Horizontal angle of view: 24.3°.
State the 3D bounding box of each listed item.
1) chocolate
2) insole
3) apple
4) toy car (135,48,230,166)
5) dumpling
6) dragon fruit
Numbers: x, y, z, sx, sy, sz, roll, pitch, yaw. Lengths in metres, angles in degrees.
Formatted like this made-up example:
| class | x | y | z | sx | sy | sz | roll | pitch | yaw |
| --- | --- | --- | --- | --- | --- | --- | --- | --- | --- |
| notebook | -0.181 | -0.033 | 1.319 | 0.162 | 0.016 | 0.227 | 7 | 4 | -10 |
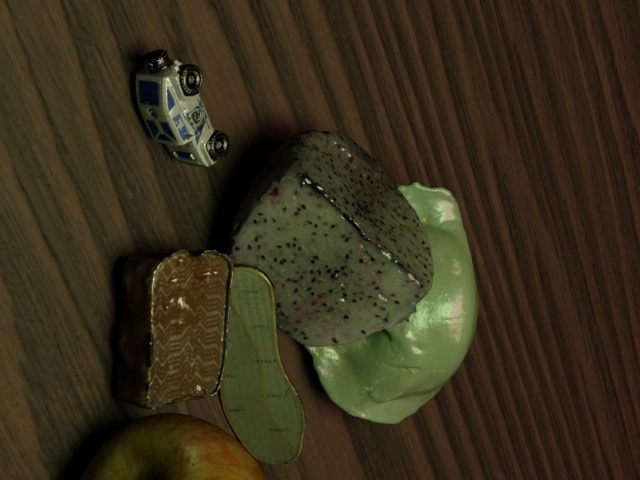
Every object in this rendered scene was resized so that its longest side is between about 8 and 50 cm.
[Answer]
| class | x | y | z | sx | sy | sz | roll | pitch | yaw |
| --- | --- | --- | --- | --- | --- | --- | --- | --- | --- |
| chocolate | -0.198 | 0.108 | 1.946 | 0.148 | 0.093 | 0.214 | -6 | 104 | -49 |
| insole | -0.089 | 0.181 | 2.066 | 0.009 | 0.119 | 0.348 | -77 | 163 | -57 |
| apple | -0.180 | 0.358 | 1.903 | 0.264 | 0.264 | 0.264 | -14 | 109 | -46 |
| toy car | -0.185 | -0.167 | 1.904 | 0.070 | 0.080 | 0.171 | -46 | 130 | -32 |
| dumpling | 0.109 | 0.103 | 2.232 | 0.212 | 0.270 | 0.321 | 44 | 39 | -68 |
| dragon fruit | 0.000 | 0.000 | 2.072 | 0.283 | 0.221 | 0.204 | 41 | 22 | -16 |
